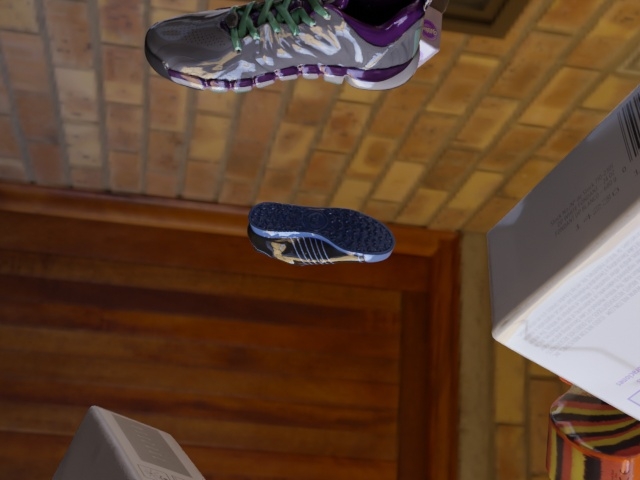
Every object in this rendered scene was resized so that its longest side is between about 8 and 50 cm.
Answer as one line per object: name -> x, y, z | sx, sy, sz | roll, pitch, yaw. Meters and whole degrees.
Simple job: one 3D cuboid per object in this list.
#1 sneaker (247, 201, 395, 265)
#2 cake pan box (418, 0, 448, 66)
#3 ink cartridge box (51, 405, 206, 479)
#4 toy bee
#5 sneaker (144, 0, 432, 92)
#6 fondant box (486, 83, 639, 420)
sneaker -> 0.000, 0.000, 1.568 | 0.090, 0.232, 0.081 | 92, 12, -56
cake pan box -> 0.063, -0.395, 1.399 | 0.070, 0.267, 0.245 | -28, -135, 49
ink cartridge box -> -0.114, 0.252, 0.487 | 0.261, 0.066, 0.296 | -64, -154, -1
toy bee -> 0.265, 0.147, 0.887 | 0.162, 0.298, 0.195 | 13, -89, 40
sneaker -> -0.025, -0.175, 0.784 | 0.098, 0.224, 0.083 | 106, -22, -57
fondant box -> 0.296, 0.028, 0.570 | 0.238, 0.330, 0.096 | -48, -160, 34
